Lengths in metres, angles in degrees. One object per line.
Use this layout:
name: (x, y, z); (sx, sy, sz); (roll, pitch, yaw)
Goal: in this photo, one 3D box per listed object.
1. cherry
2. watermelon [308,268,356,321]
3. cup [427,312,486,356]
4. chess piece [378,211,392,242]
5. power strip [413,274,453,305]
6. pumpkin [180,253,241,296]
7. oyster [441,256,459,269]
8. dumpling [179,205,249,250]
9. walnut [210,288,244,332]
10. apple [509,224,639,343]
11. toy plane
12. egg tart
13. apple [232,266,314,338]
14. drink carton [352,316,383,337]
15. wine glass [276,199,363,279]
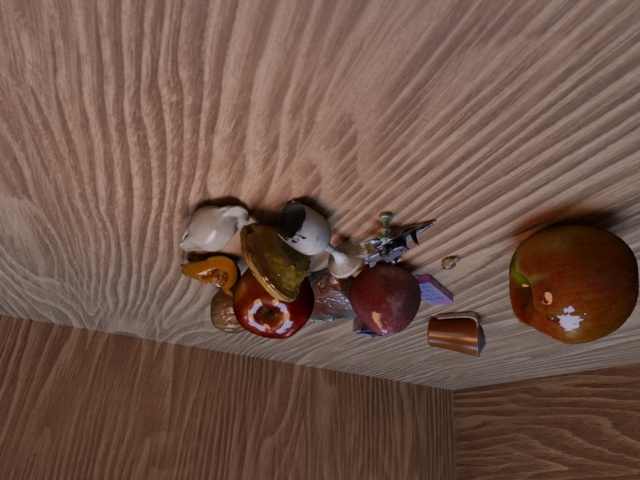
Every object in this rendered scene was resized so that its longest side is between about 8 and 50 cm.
cherry: (0.233, 0.212, 1.641); (0.261, 0.307, 0.221); (5, 128, 7)
watermelon: (0.043, 0.245, 1.867); (0.264, 0.151, 0.302); (-12, 150, 32)
cup: (0.650, 0.435, 2.159); (0.264, 0.182, 0.226); (0, 121, 24)
chess piece: (0.191, -0.035, 1.332); (0.042, 0.093, 0.042); (5, 154, 3)
power strip: (0.444, 0.206, 1.841); (0.109, 0.037, 0.279); (-14, 148, 33)
pumpkin: (-0.409, 0.113, 1.738); (0.248, 0.126, 0.131); (22, 163, 8)
oyster: (0.466, 0.089, 1.598); (0.080, 0.038, 0.083); (-20, 143, 37)
dumpling: (-0.316, -0.042, 1.416); (0.252, 0.131, 0.179); (-39, 154, 28)
walnut: (-0.378, 0.307, 2.015); (0.228, 0.228, 0.228); (4, 154, 2)
apple: (0.716, 0.121, 1.290); (0.339, 0.339, 0.339); (4, 154, 2)
toy plane: (0.241, 0.013, 1.395); (0.262, 0.088, 0.192); (-23, 146, 28)
egg tart: (-0.129, 0.049, 1.387); (0.115, 0.290, 0.290); (-34, 141, 16)
apple: (-0.167, 0.201, 1.623); (0.288, 0.317, 0.288); (-1, 116, -1)
drink carton: (0.248, 0.377, 2.071); (0.134, 0.102, 0.222); (13, 159, -17)
wine glass: (0.000, 0.000, 1.394); (0.143, 0.143, 0.321); (-13, 146, 33)
